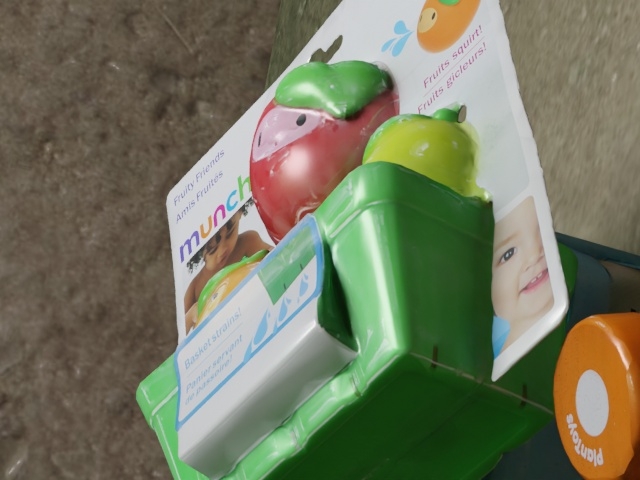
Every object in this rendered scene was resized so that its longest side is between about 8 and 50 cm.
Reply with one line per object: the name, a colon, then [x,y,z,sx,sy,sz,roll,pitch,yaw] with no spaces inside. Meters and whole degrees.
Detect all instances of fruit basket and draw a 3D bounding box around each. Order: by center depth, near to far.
fruit basket: [0.000,0.000,1.153,0.327,0.165,0.353,-44,42,34]

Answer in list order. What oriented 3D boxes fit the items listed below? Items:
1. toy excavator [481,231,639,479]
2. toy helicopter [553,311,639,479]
toy excavator: [0.173,0.077,1.182,0.445,0.222,0.433,17,92,62]
toy helicopter: [0.209,0.211,0.941,0.235,0.140,0.355,109,149,-42]
